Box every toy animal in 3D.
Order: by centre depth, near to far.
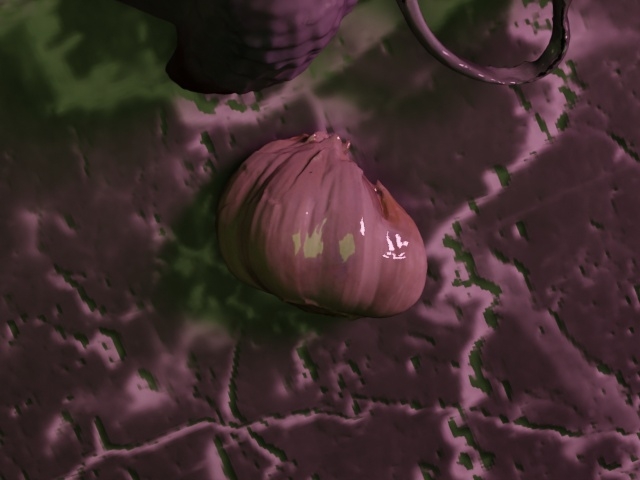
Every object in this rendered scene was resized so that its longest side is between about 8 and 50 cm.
[{"bbox_3d":[-0.020,-0.131,0.677,0.324,0.090,0.195,10,145,33],"label":"toy animal"}]

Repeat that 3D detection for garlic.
[{"bbox_3d":[0.000,-0.003,0.786,0.113,0.074,0.094,12,113,10],"label":"garlic"}]

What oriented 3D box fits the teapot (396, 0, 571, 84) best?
[{"bbox_3d":[0.129,-0.176,0.720,0.149,0.162,0.239,32,106,-22],"label":"teapot"}]
